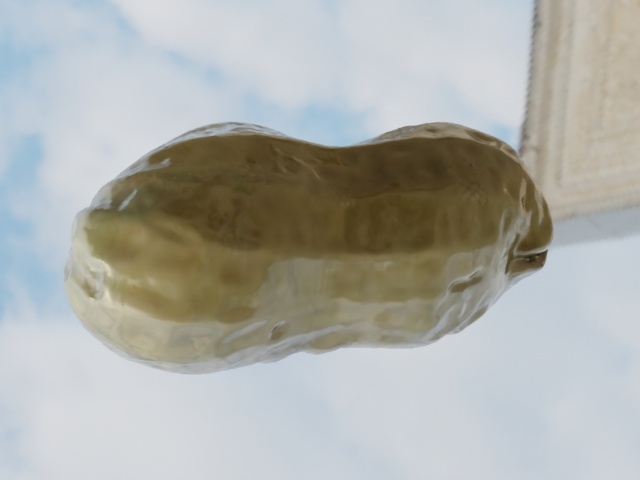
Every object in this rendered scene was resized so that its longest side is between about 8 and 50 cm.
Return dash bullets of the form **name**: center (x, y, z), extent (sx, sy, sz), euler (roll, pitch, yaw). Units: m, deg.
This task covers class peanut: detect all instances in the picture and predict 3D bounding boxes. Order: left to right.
- **peanut**: center (0.000, 0.000, 0.847), extent (0.290, 0.130, 0.130), euler (-3, -128, -31)
